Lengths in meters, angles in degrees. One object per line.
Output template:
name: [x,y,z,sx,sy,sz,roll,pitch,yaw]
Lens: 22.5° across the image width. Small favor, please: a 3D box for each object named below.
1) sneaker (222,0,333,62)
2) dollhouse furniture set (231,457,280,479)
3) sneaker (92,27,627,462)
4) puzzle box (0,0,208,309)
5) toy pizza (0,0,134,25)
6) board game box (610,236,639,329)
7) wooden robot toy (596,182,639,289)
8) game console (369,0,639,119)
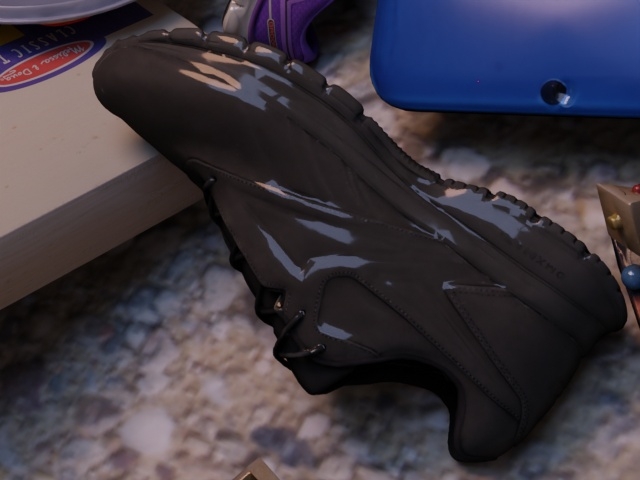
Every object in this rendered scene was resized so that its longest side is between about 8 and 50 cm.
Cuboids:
sneaker: [0.004,-0.177,0.900,0.071,0.170,0.068,23,30,-4]
dollhouse furniture set: [-0.042,0.218,0.718,0.182,0.101,0.161,-40,32,-7]
sneaker: [0.000,0.000,0.773,0.286,0.109,0.130,32,82,11]
puzzle box: [-0.255,-0.045,0.854,0.409,0.052,0.272,-30,51,-31]
toy pizza: [-0.168,-0.179,0.944,0.201,0.032,0.201,1,43,-1]
board game box: [0.242,0.078,0.717,0.165,0.042,0.243,-17,56,8]
wooden robot toy: [0.198,0.022,0.700,0.079,0.076,0.173,-27,55,-11]
game console: [0.196,-0.183,0.856,0.293,0.173,0.250,5,25,26]
